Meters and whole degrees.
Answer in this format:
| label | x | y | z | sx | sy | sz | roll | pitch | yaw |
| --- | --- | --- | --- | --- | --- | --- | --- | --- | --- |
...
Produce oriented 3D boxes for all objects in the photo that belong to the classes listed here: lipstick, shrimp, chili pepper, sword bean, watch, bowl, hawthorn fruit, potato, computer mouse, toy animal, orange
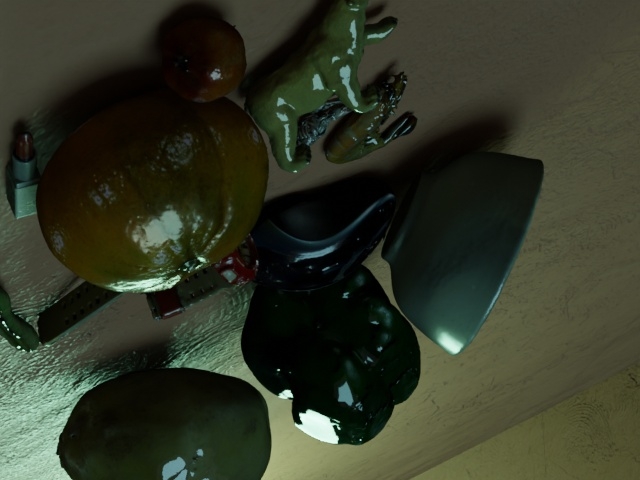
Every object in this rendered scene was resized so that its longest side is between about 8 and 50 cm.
| label | x | y | z | sx | sy | sz | roll | pitch | yaw |
| --- | --- | --- | --- | --- | --- | --- | --- | --- | --- |
| lipstick | -0.293 | -0.071 | 1.283 | 0.030 | 0.030 | 0.129 | -18 | 155 | -23 |
| shrimp | 0.081 | -0.144 | 1.543 | 0.124 | 0.034 | 0.178 | -11 | 153 | -41 |
| shrimp | -0.002 | -0.137 | 1.478 | 0.092 | 0.029 | 0.038 | -39 | 147 | 10 |
| chili pepper | 0.017 | 0.142 | 1.820 | 0.233 | 0.249 | 0.256 | -47 | 160 | -15 |
| sword bean | -0.371 | 0.071 | 1.480 | 0.043 | 0.038 | 0.269 | -2 | 155 | 2 |
| watch | -0.203 | 0.055 | 1.581 | 0.268 | 0.102 | 0.165 | -31 | 159 | 25 |
| bowl | 0.171 | -0.005 | 1.726 | 0.289 | 0.146 | 0.289 | -155 | -90 | -88 |
| hawthorn fruit | -0.103 | -0.174 | 1.229 | 0.093 | 0.081 | 0.081 | -19 | 158 | -52 |
| potato | -0.208 | 0.292 | 1.861 | 0.243 | 0.220 | 0.326 | -2 | 171 | 35 |
| computer mouse | 0.000 | 0.000 | 1.667 | 0.233 | 0.096 | 0.137 | -20 | 155 | -15 |
| toy animal | 0.000 | -0.178 | 1.338 | 0.101 | 0.103 | 0.219 | 28 | 128 | -35 |
| orange | -0.161 | -0.045 | 1.293 | 0.240 | 0.171 | 0.240 | -30 | 162 | -11 |
